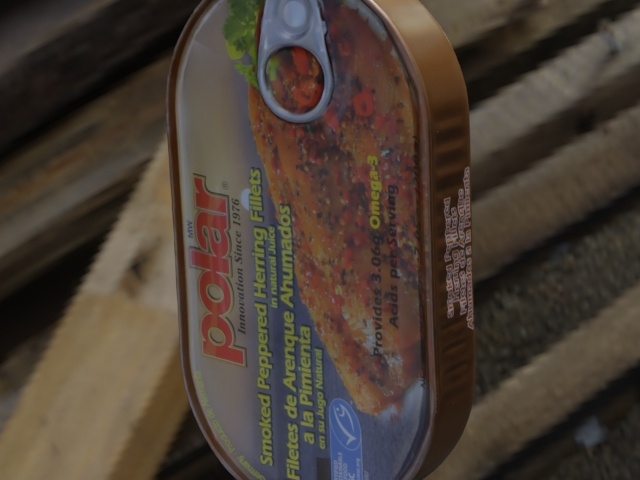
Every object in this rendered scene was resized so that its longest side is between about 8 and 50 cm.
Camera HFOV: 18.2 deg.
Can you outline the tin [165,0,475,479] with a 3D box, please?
[{"bbox_3d":[0.000,0.000,0.675,0.106,0.189,0.040,6,15,30],"label":"tin"}]
